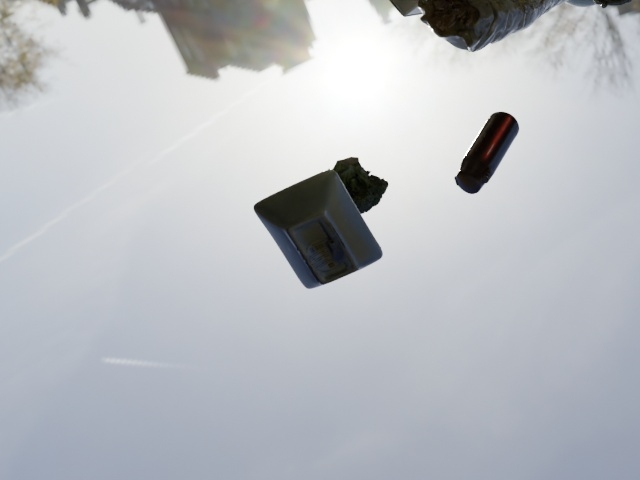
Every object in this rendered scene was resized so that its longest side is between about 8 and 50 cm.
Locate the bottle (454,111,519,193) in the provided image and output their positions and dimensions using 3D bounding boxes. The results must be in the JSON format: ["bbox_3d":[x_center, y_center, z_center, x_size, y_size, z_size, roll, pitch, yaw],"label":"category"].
[{"bbox_3d":[0.267,-0.139,1.614,0.060,0.060,0.164,-2,-141,39],"label":"bottle"}]

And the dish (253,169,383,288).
[{"bbox_3d":[0.000,0.000,1.968,0.182,0.243,0.080,-24,-145,12],"label":"dish"}]

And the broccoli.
[{"bbox_3d":[0.074,-0.129,2.403,0.162,0.138,0.146,17,-144,40],"label":"broccoli"}]

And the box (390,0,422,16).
[{"bbox_3d":[0.250,-0.498,1.638,0.299,0.106,0.200,-37,177,31],"label":"box"}]

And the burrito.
[{"bbox_3d":[0.226,-0.310,1.237,0.076,0.117,0.392,-45,174,38],"label":"burrito"}]

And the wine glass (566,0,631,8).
[{"bbox_3d":[0.419,-0.413,1.577,0.103,0.103,0.222,-25,-166,-1],"label":"wine glass"}]
